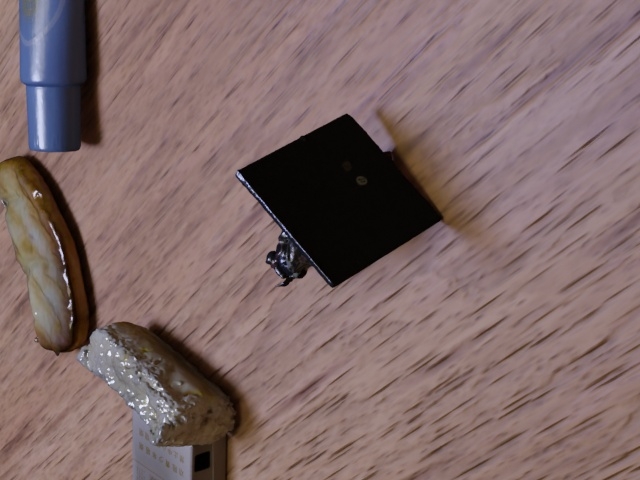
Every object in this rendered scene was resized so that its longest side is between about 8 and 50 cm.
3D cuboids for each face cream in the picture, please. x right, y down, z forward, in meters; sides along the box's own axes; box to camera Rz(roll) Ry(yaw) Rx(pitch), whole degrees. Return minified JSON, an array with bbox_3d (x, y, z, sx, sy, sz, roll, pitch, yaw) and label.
[{"bbox_3d":[-0.351,-0.308,1.831,0.136,0.086,0.385,10,104,42],"label":"face cream"}]

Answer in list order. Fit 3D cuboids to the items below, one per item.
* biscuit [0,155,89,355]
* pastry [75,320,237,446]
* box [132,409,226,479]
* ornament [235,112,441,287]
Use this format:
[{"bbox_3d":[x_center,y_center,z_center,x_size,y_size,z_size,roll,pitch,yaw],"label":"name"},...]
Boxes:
[{"bbox_3d":[-0.394,0.015,2.000,0.154,0.045,0.299,-22,82,52],"label":"biscuit"},{"bbox_3d":[-0.210,0.179,1.779,0.258,0.121,0.089,38,102,47],"label":"pastry"},{"bbox_3d":[-0.185,0.323,1.820,0.141,0.058,0.201,20,115,46],"label":"box"},{"bbox_3d":[0.000,0.000,1.455,0.153,0.166,0.196,51,148,15],"label":"ornament"}]
